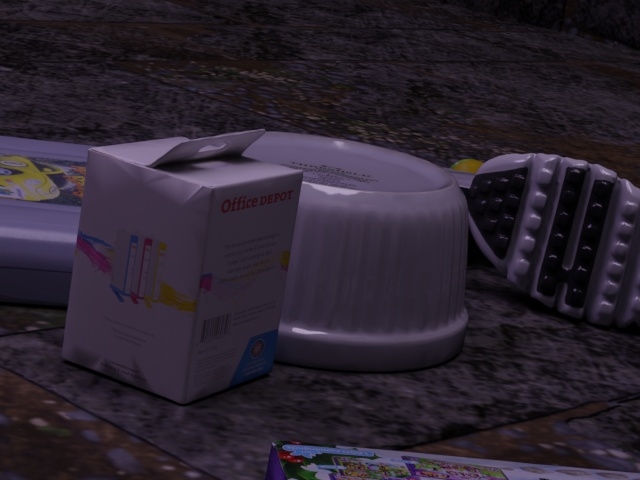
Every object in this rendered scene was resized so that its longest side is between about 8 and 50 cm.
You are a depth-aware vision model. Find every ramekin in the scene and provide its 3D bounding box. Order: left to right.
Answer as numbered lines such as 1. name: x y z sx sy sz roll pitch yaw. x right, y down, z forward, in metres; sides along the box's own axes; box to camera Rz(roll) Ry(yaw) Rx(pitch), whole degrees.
1. ramekin: 0.000 0.000 1.154 0.207 0.109 0.207 9 14 -2

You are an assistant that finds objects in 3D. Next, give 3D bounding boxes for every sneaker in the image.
1. sneaker: 0.246 0.015 1.293 0.292 0.110 0.118 21 8 13

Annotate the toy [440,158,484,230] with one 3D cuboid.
1. toy: 0.134 -0.030 1.470 0.136 0.056 0.237 7 9 -2

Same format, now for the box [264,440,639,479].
1. box: 0.130 0.154 0.723 0.293 0.057 0.201 7 13 -10

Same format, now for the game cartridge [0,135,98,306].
1. game cartridge: -0.213 -0.022 1.229 0.196 0.060 0.294 9 13 -17

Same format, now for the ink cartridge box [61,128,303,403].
1. ink cartridge box: -0.077 0.005 1.011 0.090 0.143 0.092 17 15 29
